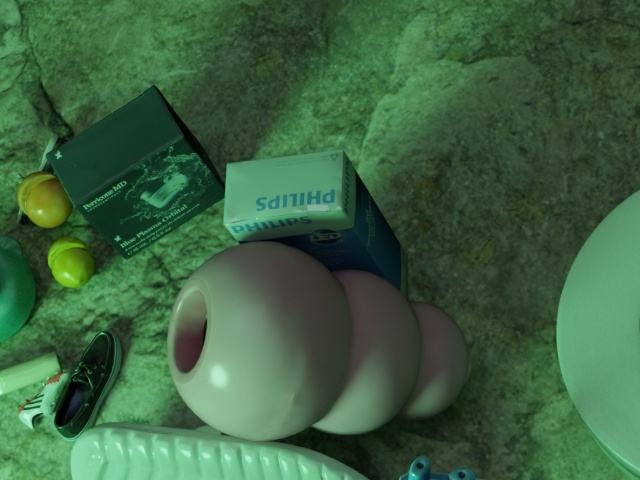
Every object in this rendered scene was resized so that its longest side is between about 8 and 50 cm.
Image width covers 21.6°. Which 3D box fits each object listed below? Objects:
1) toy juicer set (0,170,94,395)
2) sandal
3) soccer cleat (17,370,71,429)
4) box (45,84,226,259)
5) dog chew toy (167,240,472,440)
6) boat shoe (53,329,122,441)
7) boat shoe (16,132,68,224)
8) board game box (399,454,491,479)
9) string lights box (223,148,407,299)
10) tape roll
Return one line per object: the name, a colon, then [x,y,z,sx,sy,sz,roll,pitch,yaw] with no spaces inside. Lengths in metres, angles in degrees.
toy juicer set: [-0.381,0.065,2.058,0.209,0.089,0.329,1,79,-1]
sandal: [-0.075,0.264,1.820,0.416,0.169,0.102,14,28,19]
soccer cleat: [-0.323,0.189,1.995,0.083,0.029,0.035,-42,71,4]
box: [-0.217,-0.079,2.017,0.156,0.158,0.093,-33,58,2]
dog chew toy: [0.011,0.115,1.773,0.206,0.332,0.206,-28,58,57]
boat shoe: [-0.274,0.168,1.981,0.049,0.040,0.142,9,68,23]
boat shoe: [-0.348,-0.074,2.131,0.038,0.046,0.125,25,77,-12]
board game box: [0.244,0.391,1.555,0.390,0.050,0.390,9,49,4]
string lights box: [0.000,0.000,1.841,0.133,0.259,0.076,-6,63,16]
tape roll: [0.442,0.093,1.743,0.392,0.072,0.392,-9,60,17]
